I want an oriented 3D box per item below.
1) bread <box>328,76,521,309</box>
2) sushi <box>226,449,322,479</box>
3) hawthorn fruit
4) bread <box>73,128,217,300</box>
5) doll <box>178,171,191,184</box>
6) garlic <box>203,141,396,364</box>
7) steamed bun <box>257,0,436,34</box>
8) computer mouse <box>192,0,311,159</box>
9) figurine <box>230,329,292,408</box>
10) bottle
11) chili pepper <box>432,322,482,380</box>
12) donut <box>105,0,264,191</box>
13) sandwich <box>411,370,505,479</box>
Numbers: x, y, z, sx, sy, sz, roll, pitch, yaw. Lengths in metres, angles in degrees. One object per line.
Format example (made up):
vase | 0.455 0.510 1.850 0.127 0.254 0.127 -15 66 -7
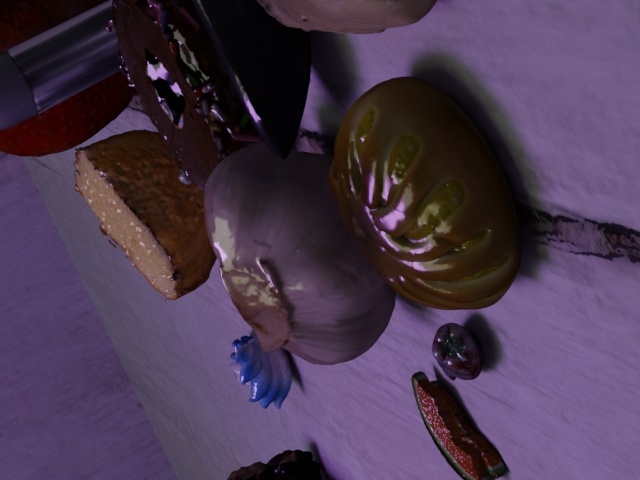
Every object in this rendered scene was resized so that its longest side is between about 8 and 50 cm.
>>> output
bread | 0.076 -0.028 1.380 0.213 0.104 0.213 52 162 24
sushi | -0.053 0.413 2.399 0.219 0.225 0.238 -110 25 -50
hawthorn fruit | -0.351 -0.239 2.190 0.285 0.284 0.369 51 -177 38
bread | -0.203 -0.047 2.222 0.229 0.139 0.143 49 163 19
doll | -0.160 -0.120 2.121 0.076 0.050 0.083 -106 -5 -65
garlic | 0.000 0.000 1.644 0.142 0.178 0.229 -23 115 45
steamed bun | -0.006 -0.225 1.293 0.212 0.110 0.231 40 156 55
computer mouse | -0.065 -0.205 1.569 0.264 0.088 0.147 61 -178 4
figurine | -0.076 0.173 2.301 0.114 0.079 0.114 -17 -90 -80
bottle | -0.286 -0.201 1.994 0.079 0.253 0.096 54 165 26
chili pepper | 0.123 0.102 1.572 0.153 0.041 0.050 55 -156 -77
donut | -0.125 -0.171 1.808 0.270 0.103 0.270 52 162 26
sandwich | 0.131 0.186 1.715 0.135 0.029 0.067 57 159 23
